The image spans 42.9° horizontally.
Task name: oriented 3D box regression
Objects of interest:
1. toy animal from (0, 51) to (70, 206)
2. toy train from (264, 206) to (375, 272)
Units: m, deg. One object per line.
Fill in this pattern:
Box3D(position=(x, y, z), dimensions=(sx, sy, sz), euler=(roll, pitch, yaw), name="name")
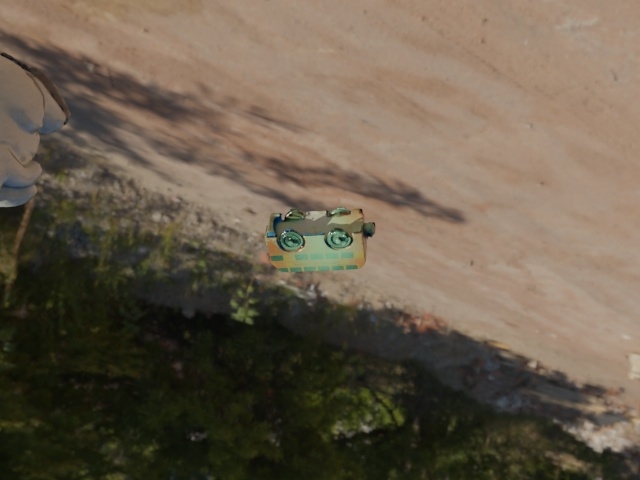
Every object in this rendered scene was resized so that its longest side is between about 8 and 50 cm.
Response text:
Box3D(position=(-0.518, -0.135, 1.148), dimensions=(0.194, 0.357, 0.258), euler=(-32, 112, 27), name="toy animal")
Box3D(position=(0.000, 0.000, 1.377), dimensions=(0.188, 0.072, 0.099), euler=(-2, 129, 8), name="toy train")
